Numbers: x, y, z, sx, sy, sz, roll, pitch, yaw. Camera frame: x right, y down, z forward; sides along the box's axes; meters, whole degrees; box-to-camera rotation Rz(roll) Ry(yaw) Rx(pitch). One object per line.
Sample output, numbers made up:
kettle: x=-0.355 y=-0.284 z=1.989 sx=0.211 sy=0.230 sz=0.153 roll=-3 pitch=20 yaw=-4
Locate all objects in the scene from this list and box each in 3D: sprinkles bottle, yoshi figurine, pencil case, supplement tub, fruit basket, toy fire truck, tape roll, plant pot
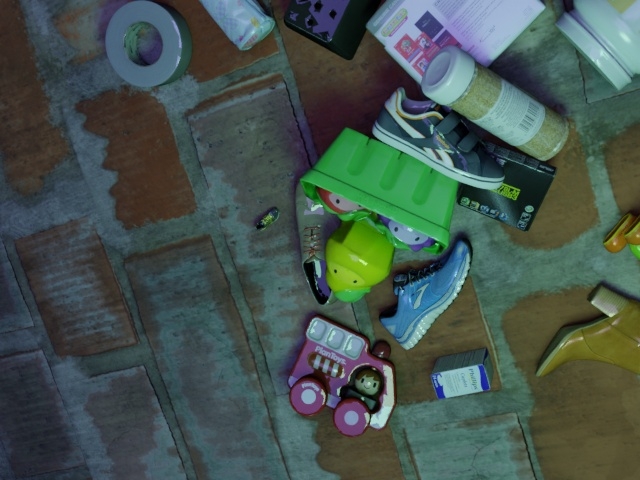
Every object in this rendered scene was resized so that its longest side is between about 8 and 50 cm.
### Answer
sprinkles bottle: x=0.391 y=-0.298 z=1.692 sx=0.355 sy=0.121 sz=0.121 roll=24 pitch=113 yaw=-27
yoshi figurine: x=0.815 y=0.102 z=1.737 sx=0.362 sy=0.203 sz=0.203 roll=40 pitch=126 yaw=1
pencil case: x=-0.232 y=-0.605 z=1.890 sx=0.273 sy=0.113 sz=0.124 roll=52 pitch=133 yaw=-2
supplement tub: x=0.684 y=-0.501 z=1.585 sx=0.241 sy=0.241 sz=0.331 roll=47 pitch=111 yaw=1
fruit basket: x=0.114 y=-0.029 z=1.807 sx=0.392 sy=0.283 sz=0.392 roll=0 pitch=83 yaw=3
toy fire truck: x=0.067 y=0.363 z=2.033 sx=0.302 sy=0.169 sz=0.254 roll=23 pitch=90 yaw=8
tape roll: x=-0.448 y=-0.513 z=1.998 sx=0.219 sy=0.072 sz=0.219 roll=4 pitch=105 yaw=15
plant pot: x=0.015 y=-0.551 z=1.805 sx=0.188 sy=0.167 sz=0.187 roll=31 pitch=109 yaw=8

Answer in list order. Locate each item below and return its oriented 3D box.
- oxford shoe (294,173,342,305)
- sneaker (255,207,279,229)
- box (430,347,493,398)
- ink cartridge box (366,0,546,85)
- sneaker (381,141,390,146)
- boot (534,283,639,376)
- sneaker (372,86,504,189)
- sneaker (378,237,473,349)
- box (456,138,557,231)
oxford shoe: x=0.000 y=0.000 z=1.965 sx=0.123 sy=0.130 sz=0.348 roll=-12 pitch=100 yaw=19
sneaker: x=-0.143 y=-0.053 z=2.044 sx=0.031 sy=0.035 sz=0.083 roll=45 pitch=111 yaw=1
box: x=0.363 y=0.339 z=1.947 sx=0.137 sy=0.126 sz=0.072 roll=-16 pitch=97 yaw=19
ink cartridge box: x=0.306 y=-0.510 z=1.749 sx=0.272 sy=0.130 sz=0.309 roll=46 pitch=110 yaw=0
sneaker: x=0.114 y=-0.209 z=1.924 sx=0.144 sy=0.053 sz=0.059 roll=-20 pitch=97 yaw=12
boot: x=0.685 y=0.271 z=1.851 sx=0.211 sy=0.104 sz=0.295 roll=36 pitch=106 yaw=5
sneaker: x=0.279 y=-0.231 z=1.709 sx=0.321 sy=0.126 sz=0.127 roll=27 pitch=121 yaw=6
sneaker: x=0.260 y=0.119 z=1.922 sx=0.147 sy=0.130 sz=0.330 roll=36 pitch=111 yaw=2
box: x=0.438 y=-0.129 z=1.813 sx=0.191 sy=0.045 sz=0.184 roll=24 pitch=138 yaw=10
